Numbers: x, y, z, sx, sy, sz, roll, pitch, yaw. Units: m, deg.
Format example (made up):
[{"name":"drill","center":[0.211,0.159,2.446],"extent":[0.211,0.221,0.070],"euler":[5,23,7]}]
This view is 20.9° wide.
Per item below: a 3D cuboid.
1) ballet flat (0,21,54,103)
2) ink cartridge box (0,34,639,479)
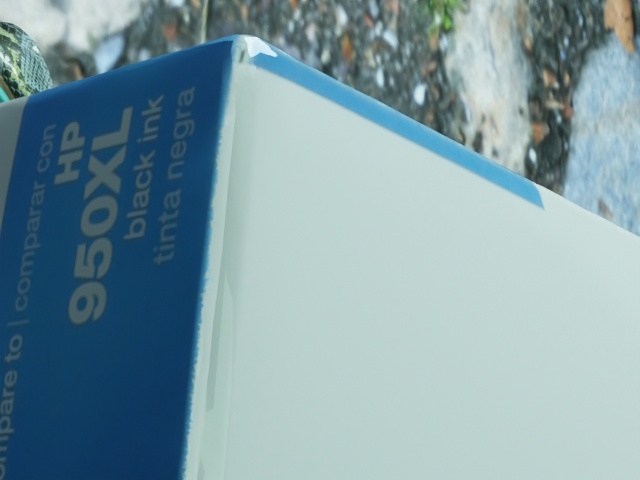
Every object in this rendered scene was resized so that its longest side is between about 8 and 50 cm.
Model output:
[{"name":"ballet flat","center":[-0.135,-0.031,0.893],"extent":[0.070,0.070,0.188],"euler":[-46,122,-43]},{"name":"ink cartridge box","center":[-0.087,0.077,0.677],"extent":[0.285,0.395,0.166],"euler":[23,65,-46]}]
